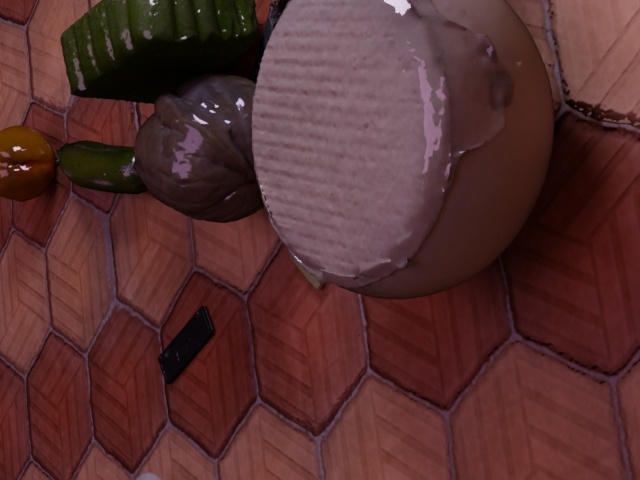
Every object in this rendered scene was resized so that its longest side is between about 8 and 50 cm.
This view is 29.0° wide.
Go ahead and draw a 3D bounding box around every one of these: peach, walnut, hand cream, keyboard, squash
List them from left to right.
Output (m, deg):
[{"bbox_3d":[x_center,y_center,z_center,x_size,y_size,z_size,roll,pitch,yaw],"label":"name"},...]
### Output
[{"bbox_3d":[-0.546,-0.140,2.254,0.138,0.138,0.138,-3,86,52],"label":"peach"},{"bbox_3d":[-0.371,-0.126,2.068,0.331,0.087,0.087,15,100,52],"label":"squash"},{"bbox_3d":[-0.208,0.162,1.904,0.155,0.010,0.053,-48,54,39],"label":"keyboard"},{"bbox_3d":[-0.146,-0.127,1.697,0.224,0.224,0.224,-3,86,52],"label":"walnut"},{"bbox_3d":[-0.050,-0.316,1.708,0.075,0.052,0.247,-106,27,-62],"label":"hand cream"}]

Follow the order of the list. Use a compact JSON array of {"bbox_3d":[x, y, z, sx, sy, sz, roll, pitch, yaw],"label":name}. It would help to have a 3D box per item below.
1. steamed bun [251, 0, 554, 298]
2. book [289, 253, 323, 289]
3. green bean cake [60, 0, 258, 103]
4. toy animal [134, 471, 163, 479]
[{"bbox_3d":[0.101,-0.123,1.341,0.374,0.241,0.374,6,98,51],"label":"steamed bun"},{"bbox_3d":[-0.001,0.000,1.646,0.077,0.014,0.111,51,126,40],"label":"book"},{"bbox_3d":[-0.221,-0.282,1.746,0.248,0.222,0.124,-21,74,45],"label":"green bean cake"},{"bbox_3d":[-0.240,0.499,1.804,0.310,0.183,0.247,41,125,39],"label":"toy animal"}]
